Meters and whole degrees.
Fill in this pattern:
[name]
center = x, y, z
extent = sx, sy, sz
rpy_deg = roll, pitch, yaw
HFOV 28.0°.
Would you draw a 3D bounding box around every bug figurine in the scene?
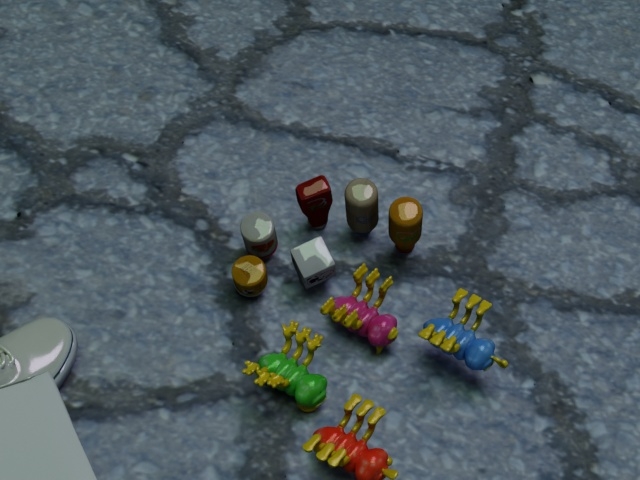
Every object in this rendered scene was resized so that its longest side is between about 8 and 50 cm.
[bug figurine]
center = 0.055, 0.142, 1.387
extent = 0.216, 0.072, 0.279
rpy_deg = 32, 54, 28

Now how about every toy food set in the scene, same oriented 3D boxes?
[toy food set]
center = 0.000, 0.000, 1.520
extent = 0.232, 0.104, 0.111
rpy_deg = -25, 67, -7

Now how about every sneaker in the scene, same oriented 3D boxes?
[sneaker]
center = -0.351, 0.147, 1.301
extent = 0.094, 0.091, 0.258
rpy_deg = 36, 51, 23

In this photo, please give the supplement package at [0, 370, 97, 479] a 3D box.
[supplement package]
center = -0.332, 0.269, 1.152
extent = 0.262, 0.145, 0.204
rpy_deg = -16, 51, -22
